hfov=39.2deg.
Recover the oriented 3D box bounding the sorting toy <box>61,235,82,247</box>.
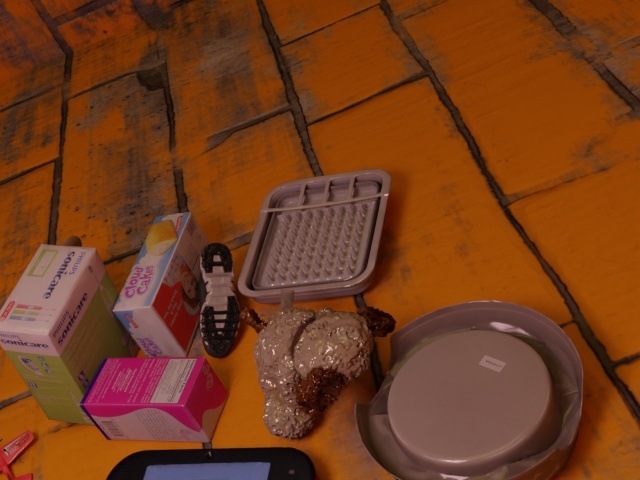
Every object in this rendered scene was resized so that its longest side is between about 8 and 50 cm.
[{"bbox_3d":[-0.525,0.110,1.842,0.041,0.229,0.307,17,26,0],"label":"sorting toy"}]

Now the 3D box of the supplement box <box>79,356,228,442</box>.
[{"bbox_3d":[-0.294,0.284,1.602,0.220,0.111,0.114,-3,43,24],"label":"supplement box"}]

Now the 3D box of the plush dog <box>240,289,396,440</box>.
[{"bbox_3d":[-0.003,0.176,1.460,0.225,0.210,0.262,-9,35,51],"label":"plush dog"}]

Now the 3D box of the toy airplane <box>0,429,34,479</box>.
[{"bbox_3d":[-0.582,0.421,1.665,0.151,0.028,0.151,-15,41,14],"label":"toy airplane"}]

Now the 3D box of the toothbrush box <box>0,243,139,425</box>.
[{"bbox_3d":[-0.459,0.177,1.661,0.122,0.283,0.206,5,48,15],"label":"toothbrush box"}]

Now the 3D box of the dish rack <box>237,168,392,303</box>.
[{"bbox_3d":[0.000,0.000,1.801,0.286,0.072,0.332,-7,42,20],"label":"dish rack"}]

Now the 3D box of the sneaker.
[{"bbox_3d":[-0.201,0.129,1.760,0.078,0.106,0.234,0,61,-11],"label":"sneaker"}]

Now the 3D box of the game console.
[{"bbox_3d":[-0.201,0.476,1.377,0.387,0.060,0.342,-7,42,22],"label":"game console"}]

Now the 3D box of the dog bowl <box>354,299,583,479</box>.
[{"bbox_3d":[0.231,0.253,1.367,0.349,0.102,0.348,-14,40,12],"label":"dog bowl"}]

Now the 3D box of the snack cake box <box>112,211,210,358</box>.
[{"bbox_3d":[-0.299,0.089,1.794,0.089,0.152,0.264,-7,41,21],"label":"snack cake box"}]
